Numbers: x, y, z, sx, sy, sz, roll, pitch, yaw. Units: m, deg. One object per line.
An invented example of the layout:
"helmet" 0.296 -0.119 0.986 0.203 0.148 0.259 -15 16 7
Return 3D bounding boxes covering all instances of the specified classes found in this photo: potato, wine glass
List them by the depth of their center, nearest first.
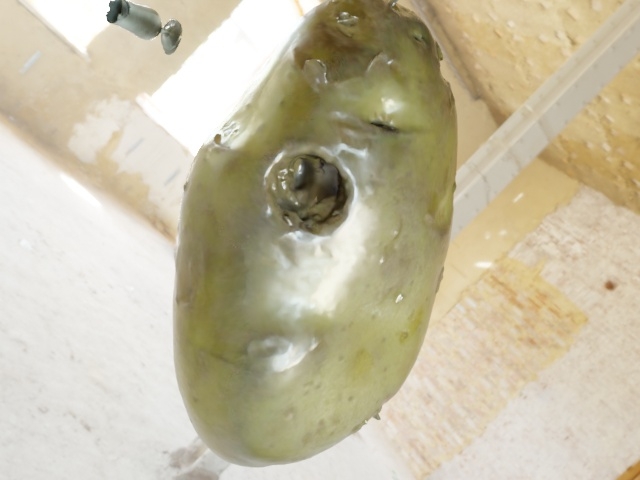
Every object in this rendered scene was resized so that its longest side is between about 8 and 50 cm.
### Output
"potato" 0.000 0.000 0.398 0.191 0.296 0.141 -1 23 -45
"wine glass" -0.195 -0.237 0.692 0.038 0.042 0.083 23 10 33
